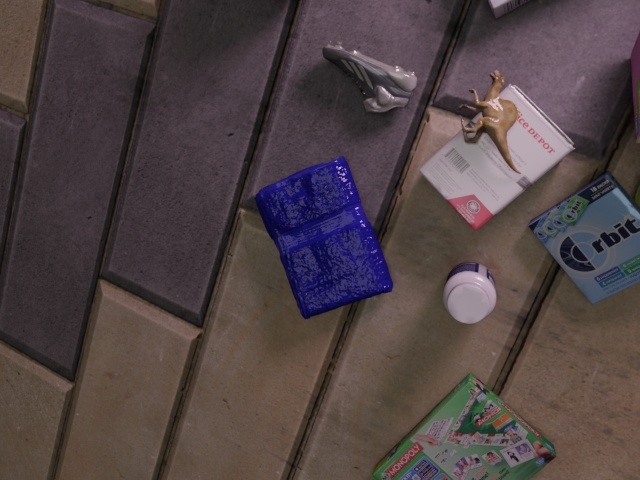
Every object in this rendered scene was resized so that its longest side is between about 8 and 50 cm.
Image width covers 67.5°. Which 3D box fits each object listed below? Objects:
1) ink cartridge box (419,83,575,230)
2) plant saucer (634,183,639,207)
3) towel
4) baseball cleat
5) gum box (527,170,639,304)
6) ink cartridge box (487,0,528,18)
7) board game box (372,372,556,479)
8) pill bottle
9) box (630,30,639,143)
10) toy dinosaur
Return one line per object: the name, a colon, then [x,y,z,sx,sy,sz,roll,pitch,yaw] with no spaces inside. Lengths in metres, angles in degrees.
ink cartridge box: [0.319,-0.150,0.883,0.218,0.092,0.158,-44,82,20]
plant saucer: [0.643,-0.046,0.766,0.241,0.037,0.241,23,121,45]
towel: [0.000,0.000,1.020,0.227,0.076,0.308,-22,90,21]
baseball cleat: [0.084,-0.317,0.952,0.206,0.072,0.109,26,111,18]
gum box: [0.495,-0.002,0.847,0.157,0.041,0.184,-41,82,37]
ink cartridge box: [0.385,-0.610,0.795,0.324,0.071,0.330,-23,90,26]
board game box: [0.289,0.461,1.000,0.213,0.046,0.317,42,108,10]
pill bottle: [0.276,0.098,0.889,0.094,0.169,0.094,3,98,19]
box: [0.611,-0.247,0.699,0.243,0.117,0.214,9,59,17]
toy dinosaur: [0.288,-0.197,0.812,0.092,0.053,0.183,-9,91,20]
